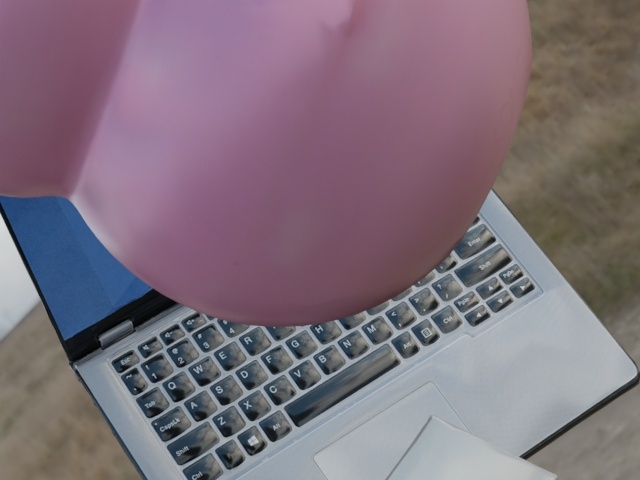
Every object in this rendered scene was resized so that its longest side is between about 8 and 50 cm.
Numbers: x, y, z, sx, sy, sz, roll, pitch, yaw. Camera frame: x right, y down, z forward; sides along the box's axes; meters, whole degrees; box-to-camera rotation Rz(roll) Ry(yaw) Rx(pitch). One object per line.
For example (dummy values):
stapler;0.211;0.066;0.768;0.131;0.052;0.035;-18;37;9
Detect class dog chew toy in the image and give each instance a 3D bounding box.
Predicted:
dog chew toy;-0.089;-0.096;0.527;0.206;0.332;0.206;-159;90;-80

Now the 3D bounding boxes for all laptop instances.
laptop;0.000;0.000;0.987;0.382;0.408;0.236;-30;-20;-18

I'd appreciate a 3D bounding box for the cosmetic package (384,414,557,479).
cosmetic package;0.052;0.226;0.812;0.238;0.107;0.127;-45;-25;-58
